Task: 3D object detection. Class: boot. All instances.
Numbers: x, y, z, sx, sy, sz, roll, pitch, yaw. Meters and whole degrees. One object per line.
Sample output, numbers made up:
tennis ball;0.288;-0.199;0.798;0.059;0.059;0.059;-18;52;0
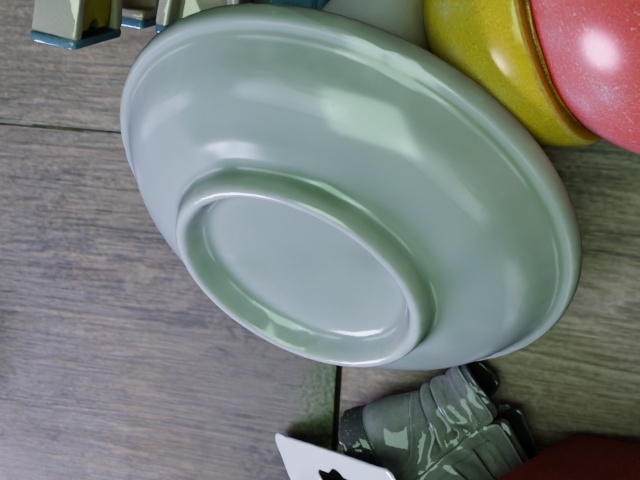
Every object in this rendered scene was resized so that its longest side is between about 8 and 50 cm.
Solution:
boot;0.136;0.237;1.020;0.161;0.083;0.246;-24;100;23

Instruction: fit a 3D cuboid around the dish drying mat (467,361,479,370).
dish drying mat;0.111;0.096;1.022;0.083;0.008;0.032;16;113;12

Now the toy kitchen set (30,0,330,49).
toy kitchen set;-0.110;-0.165;0.913;0.207;0.166;0.122;12;111;13

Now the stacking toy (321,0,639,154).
stacking toy;0.199;-0.179;0.779;0.480;0.351;0.350;-6;107;36

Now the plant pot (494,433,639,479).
plant pot;0.248;0.313;0.912;0.236;0.267;0.267;28;118;36

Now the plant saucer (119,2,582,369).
plant saucer;0.000;0.000;0.867;0.401;0.100;0.400;19;146;14

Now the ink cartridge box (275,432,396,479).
ink cartridge box;0.014;0.379;1.037;0.207;0.119;0.353;3;113;55
